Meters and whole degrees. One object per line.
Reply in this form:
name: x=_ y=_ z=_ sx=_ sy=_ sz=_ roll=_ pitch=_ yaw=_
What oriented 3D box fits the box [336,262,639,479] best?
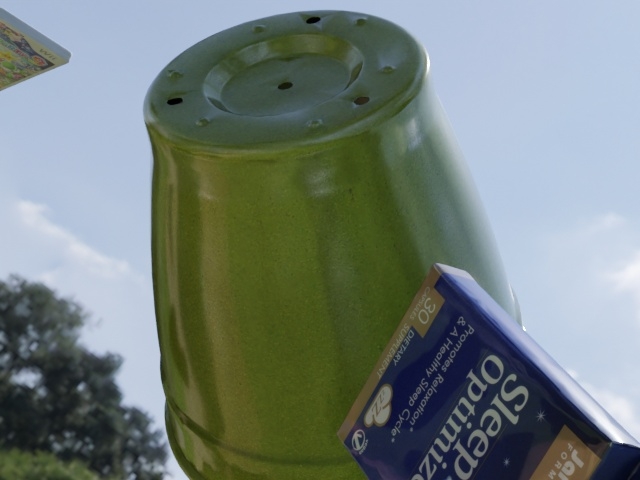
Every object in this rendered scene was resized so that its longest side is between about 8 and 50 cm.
box: x=0.098 y=0.126 z=0.672 sx=0.036 sy=0.136 sz=0.225 roll=17 pitch=19 yaw=-36

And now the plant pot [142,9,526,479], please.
plant pot: x=0.000 y=0.000 z=1.043 sx=0.366 sy=0.366 sz=0.353 roll=18 pitch=-45 yaw=34

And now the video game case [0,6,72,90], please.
video game case: x=-0.272 y=-0.159 z=0.962 sx=0.087 sy=0.011 sz=0.122 roll=32 pitch=-27 yaw=-36
